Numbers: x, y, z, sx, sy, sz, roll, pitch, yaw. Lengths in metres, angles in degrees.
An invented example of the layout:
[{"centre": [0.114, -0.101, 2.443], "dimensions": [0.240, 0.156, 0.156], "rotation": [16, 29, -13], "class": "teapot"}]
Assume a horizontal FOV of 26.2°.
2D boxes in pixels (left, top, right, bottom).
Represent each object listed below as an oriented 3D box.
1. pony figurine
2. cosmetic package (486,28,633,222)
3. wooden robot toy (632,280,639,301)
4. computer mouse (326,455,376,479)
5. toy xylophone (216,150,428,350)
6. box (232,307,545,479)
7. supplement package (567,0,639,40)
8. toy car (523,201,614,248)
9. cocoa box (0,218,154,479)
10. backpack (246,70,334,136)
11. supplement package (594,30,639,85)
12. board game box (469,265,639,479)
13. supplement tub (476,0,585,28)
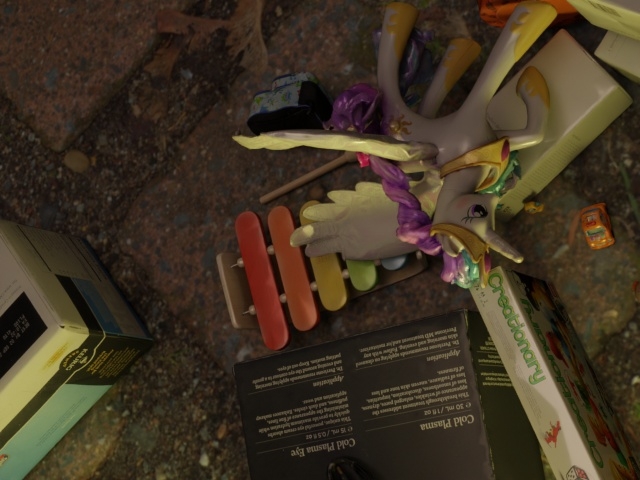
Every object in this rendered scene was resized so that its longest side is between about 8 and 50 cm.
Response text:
[{"centre": [0.112, -0.117, 1.687], "dimensions": [0.351, 0.303, 0.363], "rotation": [5, 64, 26], "class": "pony figurine"}, {"centre": [0.278, -0.147, 1.778], "dimensions": [0.231, 0.085, 0.117], "rotation": [-43, 64, 14], "class": "cosmetic package"}, {"centre": [0.416, 0.059, 1.682], "dimensions": [0.079, 0.076, 0.173], "rotation": [26, 95, 40], "class": "wooden robot toy"}, {"centre": [0.075, 0.362, 1.637], "dimensions": [0.071, 0.041, 0.242], "rotation": [-37, 61, 21], "class": "computer mouse"}, {"centre": [0.000, 0.000, 1.905], "dimensions": [0.322, 0.081, 0.236], "rotation": [-30, 69, 21], "class": "toy xylophone"}, {"centre": [0.092, 0.280, 1.756], "dimensions": [0.343, 0.179, 0.313], "rotation": [-15, 75, 26], "class": "box"}, {"centre": [0.399, -0.364, 1.593], "dimensions": [0.139, 0.134, 0.244], "rotation": [27, 93, 34], "class": "supplement package"}, {"centre": [0.315, -0.021, 1.761], "dimensions": [0.122, 0.040, 0.060], "rotation": [1, 83, 28], "class": "toy car"}, {"centre": [-0.471, 0.173, 2.048], "dimensions": [0.347, 0.228, 0.231], "rotation": [-45, 64, 15], "class": "cocoa box"}, {"centre": [-0.040, -0.182, 1.946], "dimensions": [0.114, 0.105, 0.084], "rotation": [-9, 55, 28], "class": "backpack"}, {"centre": [0.448, -0.223, 1.684], "dimensions": [0.179, 0.105, 0.105], "rotation": [33, 98, 28], "class": "supplement package"}, {"centre": [0.292, 0.184, 1.655], "dimensions": [0.053, 0.193, 0.305], "rotation": [-31, 69, 21], "class": "board game box"}, {"centre": [0.269, -0.456, 1.759], "dimensions": [0.207, 0.207, 0.338], "rotation": [-9, 77, 27], "class": "supplement tub"}]
